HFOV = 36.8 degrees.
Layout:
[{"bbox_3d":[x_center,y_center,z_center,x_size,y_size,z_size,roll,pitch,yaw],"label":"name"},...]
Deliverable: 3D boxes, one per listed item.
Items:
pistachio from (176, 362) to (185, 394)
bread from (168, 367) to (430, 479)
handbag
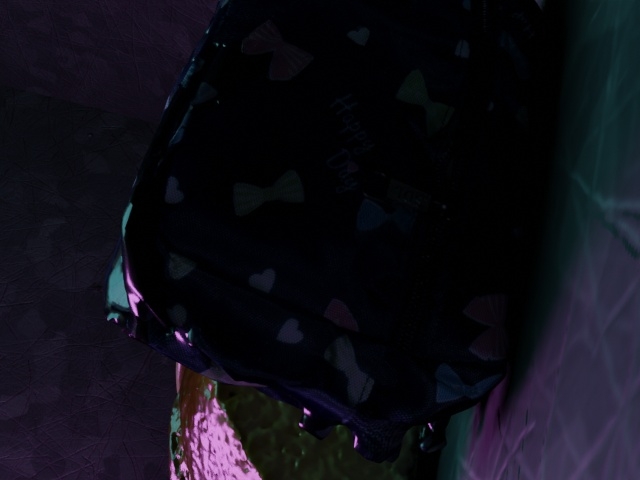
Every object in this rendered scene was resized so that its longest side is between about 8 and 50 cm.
[{"bbox_3d":[-0.023,0.070,0.779,0.187,0.187,0.299,-76,1,-49],"label":"pistachio"},{"bbox_3d":[-0.009,0.083,0.510,0.129,0.134,0.260,106,178,-58],"label":"bread"},{"bbox_3d":[0.015,-0.042,0.410,0.113,0.162,0.260,130,158,-56],"label":"handbag"}]
